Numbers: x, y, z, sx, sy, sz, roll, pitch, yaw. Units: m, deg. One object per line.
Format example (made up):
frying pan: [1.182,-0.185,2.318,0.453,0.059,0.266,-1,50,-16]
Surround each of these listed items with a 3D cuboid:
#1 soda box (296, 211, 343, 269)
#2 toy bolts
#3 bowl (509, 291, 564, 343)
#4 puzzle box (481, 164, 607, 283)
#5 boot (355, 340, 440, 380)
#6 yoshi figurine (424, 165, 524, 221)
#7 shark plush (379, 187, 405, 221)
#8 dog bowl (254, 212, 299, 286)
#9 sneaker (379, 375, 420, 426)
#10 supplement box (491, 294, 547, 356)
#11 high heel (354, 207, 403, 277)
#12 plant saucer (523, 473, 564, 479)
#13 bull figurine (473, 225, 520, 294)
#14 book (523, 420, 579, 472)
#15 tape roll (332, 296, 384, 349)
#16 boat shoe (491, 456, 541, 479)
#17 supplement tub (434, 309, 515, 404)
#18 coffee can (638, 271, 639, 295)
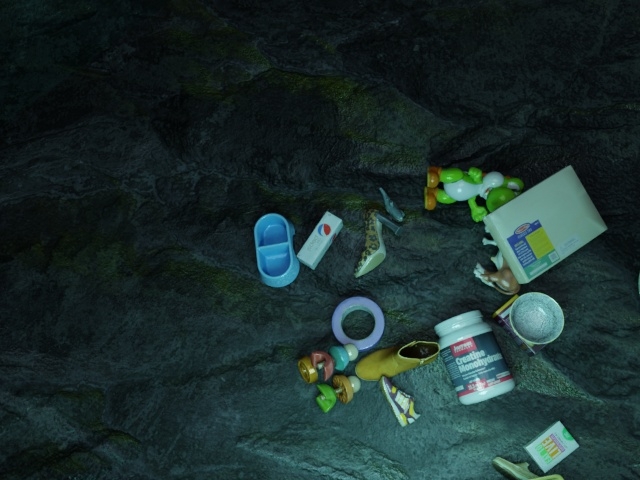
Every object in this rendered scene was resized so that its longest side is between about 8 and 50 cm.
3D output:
soda box: [0.000,0.000,1.981,0.073,0.069,0.216,31,78,16]
toy bolts: [0.042,0.435,1.774,0.158,0.229,0.218,-18,43,-27]
bowl: [0.707,0.264,1.701,0.169,0.080,0.170,-2,70,6]
puzzle box: [0.796,-0.062,1.815,0.408,0.052,0.272,-28,89,-17]
boot: [0.254,0.396,1.735,0.294,0.211,0.104,-15,69,3]
yoshi figurine: [0.576,-0.174,1.910,0.361,0.203,0.203,2,87,6]
shark plush: [0.281,-0.140,1.991,0.073,0.067,0.161,-15,70,2]
dog bowl: [-0.177,0.029,1.992,0.165,0.074,0.298,-10,70,4]
sneaker: [0.270,0.536,1.751,0.083,0.069,0.186,-26,92,-6]
supplement box: [0.703,0.296,1.778,0.104,0.081,0.188,-38,70,-7]
high heel: [0.172,0.003,1.964,0.186,0.093,0.261,38,88,36]
plant saucer: [0.596,0.892,1.558,0.332,0.081,0.333,-12,85,4]
bull figurine: [0.677,0.041,1.860,0.188,0.101,0.311,14,68,19]
book: [0.752,0.672,1.672,0.144,0.035,0.096,-35,74,-6]
tape roll: [0.138,0.303,1.853,0.188,0.080,0.189,-2,72,7]
boat shoe: [0.645,0.745,1.648,0.189,0.068,0.072,33,65,6]
supplement tub: [0.509,0.391,1.713,0.191,0.191,0.273,-20,70,1]
coffee can: [1.244,0.140,1.694,0.275,0.201,0.202,10,73,11]
